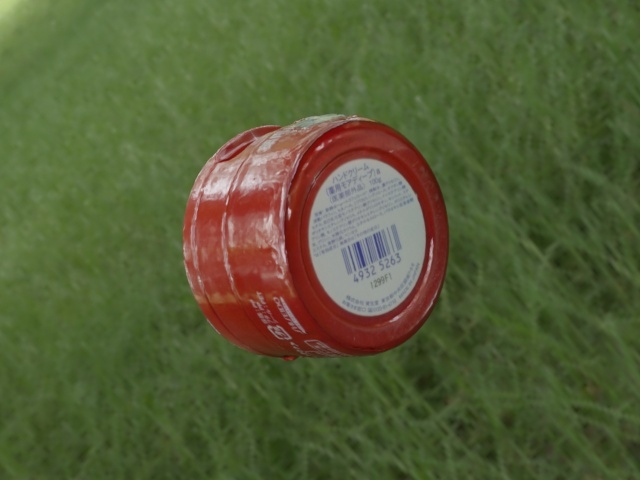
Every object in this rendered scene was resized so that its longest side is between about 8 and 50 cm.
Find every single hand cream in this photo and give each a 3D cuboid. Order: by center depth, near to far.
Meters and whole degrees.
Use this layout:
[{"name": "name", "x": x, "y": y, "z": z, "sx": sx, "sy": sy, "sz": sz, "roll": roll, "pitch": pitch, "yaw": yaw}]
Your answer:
[{"name": "hand cream", "x": 0.000, "y": 0.000, "z": 1.298, "sx": 0.149, "sy": 0.230, "sz": 0.230, "roll": -1, "pitch": 41, "yaw": 48}]
